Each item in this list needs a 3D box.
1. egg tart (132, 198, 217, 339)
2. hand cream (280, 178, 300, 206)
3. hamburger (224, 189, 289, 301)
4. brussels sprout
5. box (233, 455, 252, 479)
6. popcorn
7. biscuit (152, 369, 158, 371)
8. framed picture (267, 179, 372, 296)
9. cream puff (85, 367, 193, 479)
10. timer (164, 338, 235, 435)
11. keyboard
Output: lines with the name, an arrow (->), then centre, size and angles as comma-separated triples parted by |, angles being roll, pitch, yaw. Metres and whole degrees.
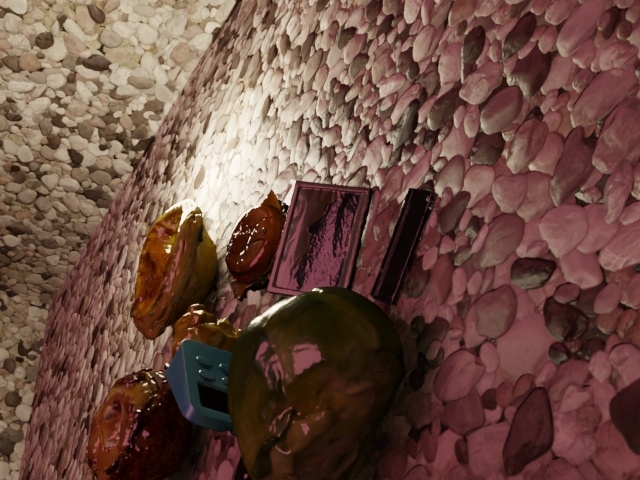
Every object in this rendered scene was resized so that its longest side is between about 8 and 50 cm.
egg tart -> -0.431, 0.097, 2.303 | 0.443, 0.178, 0.443 | -42, 38, 45
hand cream -> -0.121, -0.034, 1.991 | 0.079, 0.050, 0.275 | 27, 89, 37
hamburger -> -0.128, 0.023, 1.839 | 0.261, 0.138, 0.243 | -40, 41, 29
brussels sprout -> -0.010, 0.261, 1.346 | 0.314, 0.275, 0.372 | 27, 102, 49
box -> -0.115, 0.561, 1.516 | 0.289, 0.073, 0.290 | -13, 60, 58
popcorn -> -0.286, 0.290, 1.901 | 0.190, 0.191, 0.254 | -126, 52, -74
biscuit -> -0.568, 0.524, 2.404 | 0.153, 0.030, 0.235 | -10, 63, 60
framed picture -> 0.000, 0.000, 1.658 | 0.192, 0.018, 0.266 | 6, 74, 26
cream puff -> -0.461, 0.502, 2.009 | 0.350, 0.228, 0.351 | -31, 47, 40
timer -> -0.206, 0.336, 1.674 | 0.091, 0.231, 0.250 | -61, 29, 9
keyboard -> 0.160, 0.011, 1.470 | 0.072, 0.023, 0.231 | 17, 87, 56
